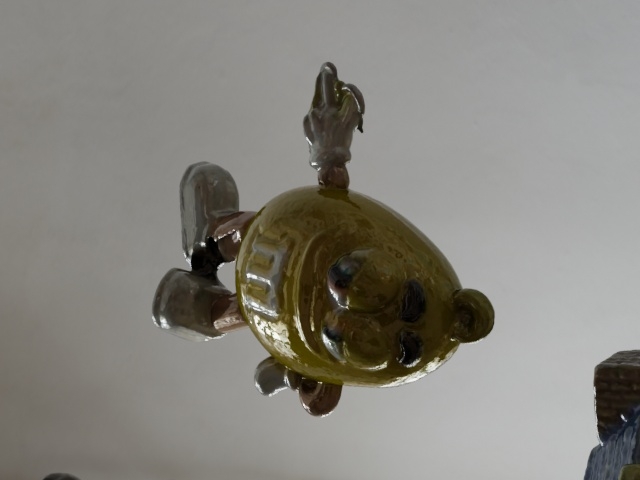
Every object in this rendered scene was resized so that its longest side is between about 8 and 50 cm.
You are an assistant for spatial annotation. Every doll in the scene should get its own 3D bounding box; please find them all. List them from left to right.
[{"bbox_3d":[-0.022,0.020,1.430,0.161,0.348,0.423,-5,-20,-45],"label":"doll"}]

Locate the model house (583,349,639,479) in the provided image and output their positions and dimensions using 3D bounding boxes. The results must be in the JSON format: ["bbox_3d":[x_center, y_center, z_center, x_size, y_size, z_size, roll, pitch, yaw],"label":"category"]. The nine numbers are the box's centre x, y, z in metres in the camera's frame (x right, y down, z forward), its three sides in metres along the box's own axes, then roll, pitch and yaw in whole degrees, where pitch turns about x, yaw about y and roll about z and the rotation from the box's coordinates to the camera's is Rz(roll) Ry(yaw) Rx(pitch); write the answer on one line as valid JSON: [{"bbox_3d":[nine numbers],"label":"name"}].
[{"bbox_3d":[0.436,0.273,1.497,0.261,0.321,0.266,-1,-36,32],"label":"model house"}]

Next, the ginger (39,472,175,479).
[{"bbox_3d":[-0.219,0.302,1.427,0.204,0.104,0.080,15,-43,-31],"label":"ginger"}]
